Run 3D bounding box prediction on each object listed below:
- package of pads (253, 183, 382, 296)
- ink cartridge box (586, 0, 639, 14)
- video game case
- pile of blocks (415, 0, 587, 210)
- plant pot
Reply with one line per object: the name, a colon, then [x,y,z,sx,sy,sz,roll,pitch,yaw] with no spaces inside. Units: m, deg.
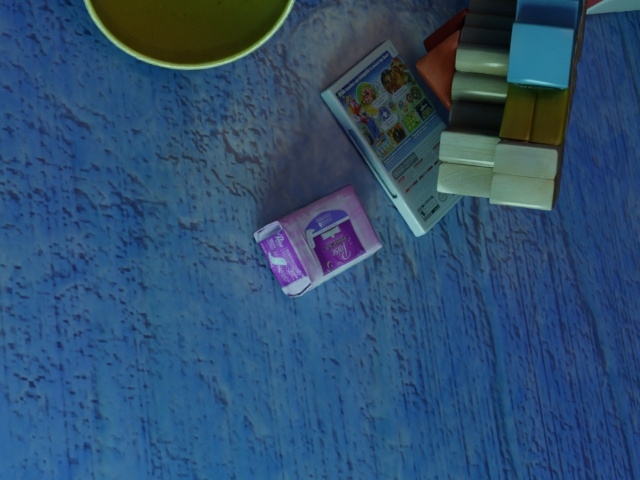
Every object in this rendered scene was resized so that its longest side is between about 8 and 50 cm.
package of pads: [0.000,0.000,1.244,0.083,0.032,0.050,-28,90,-47]
ink cartridge box: [0.237,-0.260,1.571,0.099,0.056,0.135,-12,80,-46]
video game case: [0.058,-0.073,1.348,0.122,0.011,0.087,56,45,-9]
pile of blocks: [0.132,-0.169,1.368,0.149,0.112,0.362,87,13,-45]
plant pot: [-0.084,-0.189,1.199,0.134,0.134,0.095,34,26,-28]
